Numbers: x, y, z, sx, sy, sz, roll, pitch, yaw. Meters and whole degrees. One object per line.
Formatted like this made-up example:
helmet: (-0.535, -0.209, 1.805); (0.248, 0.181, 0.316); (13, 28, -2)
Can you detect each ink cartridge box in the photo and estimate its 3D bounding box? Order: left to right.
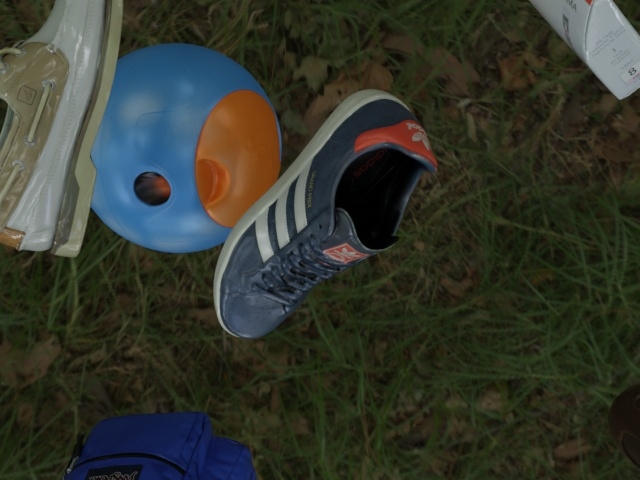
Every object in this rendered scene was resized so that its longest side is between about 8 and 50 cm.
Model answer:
ink cartridge box: (0.199, -0.246, 0.684); (0.232, 0.189, 0.066); (19, 126, -43)

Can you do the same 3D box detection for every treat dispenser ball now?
treat dispenser ball: (-0.197, -0.127, 1.054); (0.288, 0.288, 0.288); (-1, 110, -2)

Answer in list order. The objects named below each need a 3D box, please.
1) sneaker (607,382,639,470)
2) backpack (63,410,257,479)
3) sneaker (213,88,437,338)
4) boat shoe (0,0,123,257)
sneaker: (0.203, 0.107, 0.346); (0.071, 0.188, 0.066); (22, 91, -33)
backpack: (-0.086, 0.147, 0.354); (0.098, 0.120, 0.101); (-11, 115, 11)
sneaker: (0.000, 0.000, 0.859); (0.131, 0.148, 0.350); (20, 113, -36)
boat shoe: (-0.248, -0.137, 0.686); (0.103, 0.113, 0.302); (9, 94, -24)
